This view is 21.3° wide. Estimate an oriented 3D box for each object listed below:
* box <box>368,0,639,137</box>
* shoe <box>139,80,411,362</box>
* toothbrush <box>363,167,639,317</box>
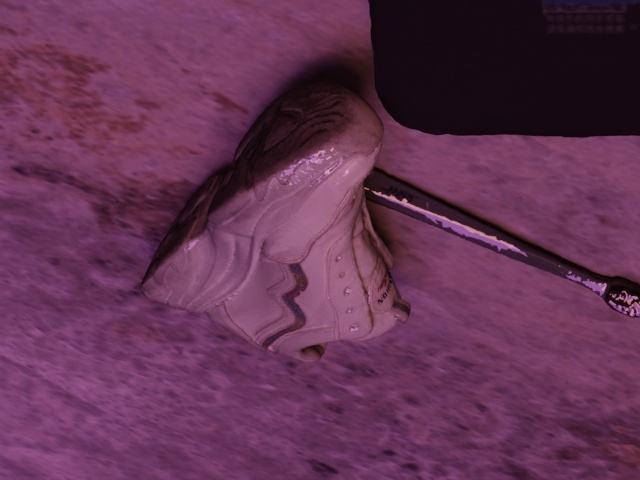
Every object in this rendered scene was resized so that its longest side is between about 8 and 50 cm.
[{"bbox_3d":[0.204,-0.230,1.279,0.359,0.091,0.350,1,128,17],"label":"box"},{"bbox_3d":[0.000,0.000,1.485,0.210,0.132,0.342,31,143,-12],"label":"shoe"},{"bbox_3d":[0.155,0.000,1.511,0.297,0.030,0.030,24,106,0],"label":"toothbrush"}]
